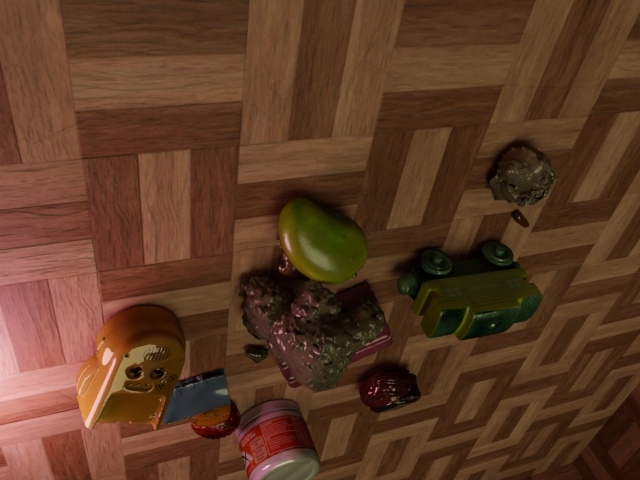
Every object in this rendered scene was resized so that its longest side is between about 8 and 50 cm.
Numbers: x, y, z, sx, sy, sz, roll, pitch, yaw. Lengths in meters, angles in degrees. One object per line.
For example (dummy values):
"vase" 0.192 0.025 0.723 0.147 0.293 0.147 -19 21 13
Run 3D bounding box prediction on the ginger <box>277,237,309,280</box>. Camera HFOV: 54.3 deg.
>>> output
"ginger" -0.080 0.048 1.666 0.096 0.067 0.165 -32 125 6

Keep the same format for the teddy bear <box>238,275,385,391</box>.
"teddy bear" -0.057 0.218 1.676 0.224 0.367 0.357 -30 158 -44

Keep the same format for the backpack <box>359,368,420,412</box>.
"backpack" 0.247 0.550 2.296 0.229 0.139 0.229 -8 152 -5

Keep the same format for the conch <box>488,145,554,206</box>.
"conch" 0.574 -0.175 1.750 0.178 0.163 0.245 -19 171 43

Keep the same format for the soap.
"soap" 0.028 0.297 1.925 0.359 0.128 0.233 -23 140 -4

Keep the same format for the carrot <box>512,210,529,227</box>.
"carrot" 0.625 -0.064 1.943 0.032 0.032 0.093 -42 141 16

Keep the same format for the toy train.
"toy train" 0.461 0.158 1.901 0.442 0.272 0.179 -6 137 -22

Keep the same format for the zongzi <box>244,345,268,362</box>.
"zongzi" -0.213 0.358 1.938 0.076 0.040 0.083 17 141 -30

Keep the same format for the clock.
"clock" -0.486 0.331 1.661 0.244 0.200 0.317 13 117 -40

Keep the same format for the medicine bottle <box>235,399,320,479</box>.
"medicine bottle" -0.151 0.727 2.183 0.252 0.241 0.252 -14 137 -14

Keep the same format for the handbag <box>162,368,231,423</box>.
"handbag" -0.399 0.484 1.953 0.221 0.057 0.144 -14 130 -12

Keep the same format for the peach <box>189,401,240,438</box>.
"peach" -0.347 0.605 2.069 0.172 0.092 0.127 -1 136 -29

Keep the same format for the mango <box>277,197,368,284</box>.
"mango" 0.000 0.009 1.582 0.273 0.149 0.185 21 83 -35
